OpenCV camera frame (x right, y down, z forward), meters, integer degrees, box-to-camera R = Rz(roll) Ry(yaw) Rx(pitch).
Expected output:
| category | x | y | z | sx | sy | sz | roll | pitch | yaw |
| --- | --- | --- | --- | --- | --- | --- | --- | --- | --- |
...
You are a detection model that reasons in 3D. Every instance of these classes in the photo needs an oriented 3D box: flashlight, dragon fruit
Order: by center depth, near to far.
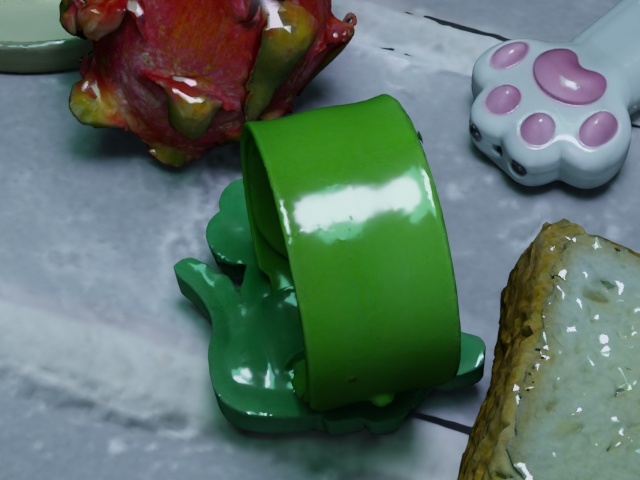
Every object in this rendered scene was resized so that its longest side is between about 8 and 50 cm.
| category | x | y | z | sx | sy | sz | roll | pitch | yaw |
| --- | --- | --- | --- | --- | --- | --- | --- | --- | --- |
| dragon fruit | -0.044 | -0.138 | 0.948 | 0.133 | 0.208 | 0.150 | 20 | 20 | -22 |
| flashlight | 0.163 | -0.099 | 0.981 | 0.200 | 0.047 | 0.093 | -34 | 60 | -20 |

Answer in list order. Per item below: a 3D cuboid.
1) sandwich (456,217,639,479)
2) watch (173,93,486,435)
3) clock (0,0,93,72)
| category | x | y | z | sx | sy | sz | roll | pitch | yaw |
| --- | --- | --- | --- | --- | --- | --- | --- | --- | --- |
| sandwich | 0.152 | 0.157 | 0.757 | 0.249 | 0.095 | 0.273 | 23 | 58 | 2 |
| watch | 0.000 | 0.000 | 0.853 | 0.131 | 0.152 | 0.165 | -11 | 57 | -5 |
| clock | -0.152 | -0.191 | 1.065 | 0.235 | 0.029 | 0.235 | -1 | 55 | 1 |
